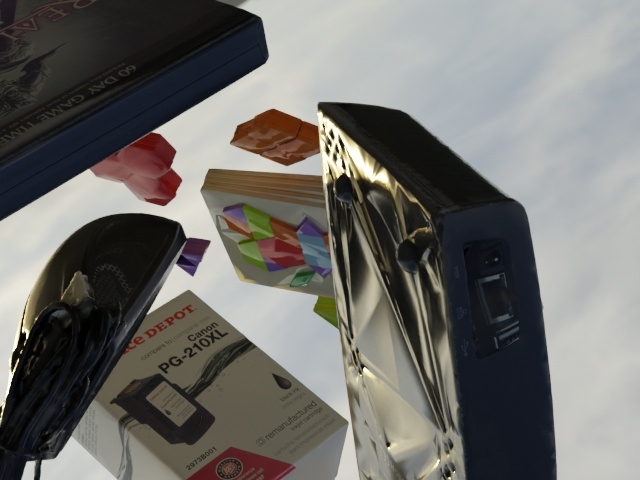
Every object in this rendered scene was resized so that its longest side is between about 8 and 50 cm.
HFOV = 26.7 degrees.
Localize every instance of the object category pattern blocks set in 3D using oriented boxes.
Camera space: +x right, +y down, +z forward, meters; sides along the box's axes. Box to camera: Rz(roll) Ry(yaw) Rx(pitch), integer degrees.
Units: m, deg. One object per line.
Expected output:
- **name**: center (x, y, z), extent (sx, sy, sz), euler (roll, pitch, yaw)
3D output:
- **pattern blocks set**: center (0.000, 0.000, 1.039), extent (0.324, 0.285, 0.026), euler (0, -125, 31)

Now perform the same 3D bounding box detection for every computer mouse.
- **computer mouse**: center (-0.155, 0.053, 0.835), extent (0.188, 0.072, 0.272), euler (-60, -177, 24)

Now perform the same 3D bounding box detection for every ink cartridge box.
- **ink cartridge box**: center (-0.119, 0.181, 1.340), extent (0.237, 0.100, 0.172), euler (37, -131, 26)

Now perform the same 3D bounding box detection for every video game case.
- **video game case**: center (-0.182, -0.074, 0.557), extent (0.196, 0.026, 0.274), euler (-35, -139, -30)

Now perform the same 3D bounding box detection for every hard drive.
- **hard drive**: center (0.055, 0.071, 0.641), extent (0.054, 0.255, 0.172), euler (-14, -154, -14)
